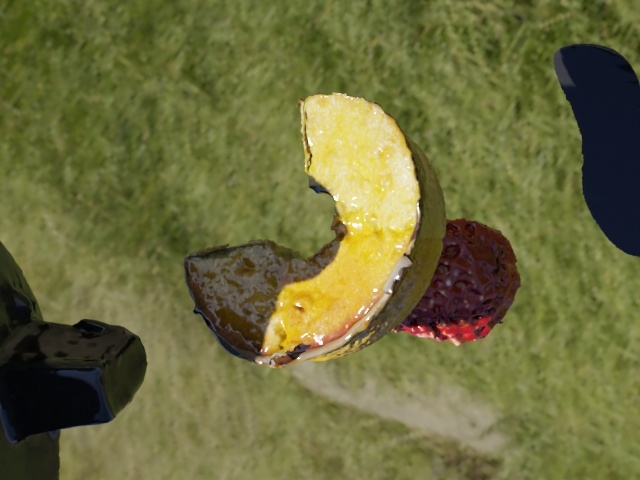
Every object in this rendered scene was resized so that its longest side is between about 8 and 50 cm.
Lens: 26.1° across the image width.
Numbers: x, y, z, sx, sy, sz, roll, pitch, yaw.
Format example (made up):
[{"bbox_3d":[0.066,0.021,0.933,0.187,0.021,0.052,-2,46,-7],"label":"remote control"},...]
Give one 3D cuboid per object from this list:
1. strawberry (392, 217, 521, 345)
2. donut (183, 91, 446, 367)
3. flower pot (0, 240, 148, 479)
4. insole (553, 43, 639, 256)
[{"bbox_3d":[0.097,0.042,1.249,0.188,0.121,0.082,-3,-174,-21],"label":"strawberry"},{"bbox_3d":[0.008,0.005,0.864,0.146,0.181,0.078,44,-168,36],"label":"donut"},{"bbox_3d":[-0.272,0.126,0.837,0.282,0.299,0.299,-3,147,20],"label":"flower pot"},{"bbox_3d":[0.236,-0.063,1.078,0.086,0.005,0.253,11,147,31],"label":"insole"}]
